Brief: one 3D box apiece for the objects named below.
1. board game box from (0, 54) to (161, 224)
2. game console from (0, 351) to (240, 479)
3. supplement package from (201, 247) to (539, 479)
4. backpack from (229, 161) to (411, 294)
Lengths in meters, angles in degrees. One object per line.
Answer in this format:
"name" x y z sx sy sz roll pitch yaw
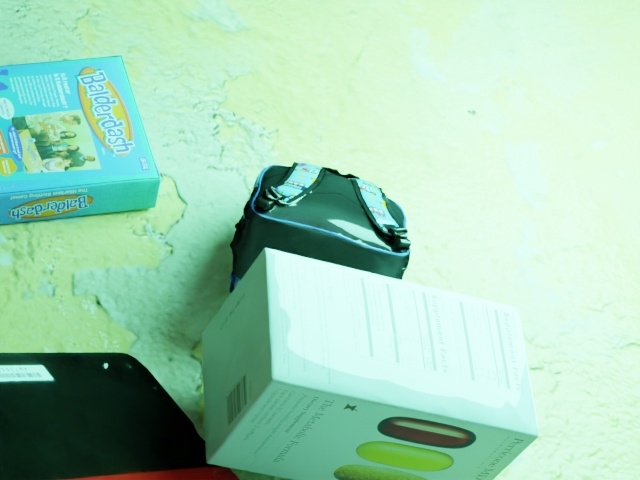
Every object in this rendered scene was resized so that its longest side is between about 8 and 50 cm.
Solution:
"board game box" -0.270 -0.093 1.718 0.210 0.047 0.160 -7 54 -18
"game console" -0.174 0.213 1.376 0.342 0.060 0.386 46 20 26
"supplement package" 0.039 0.120 1.542 0.244 0.139 0.134 13 49 -22
"backpack" 0.000 0.000 1.672 0.158 0.117 0.173 16 19 -4
